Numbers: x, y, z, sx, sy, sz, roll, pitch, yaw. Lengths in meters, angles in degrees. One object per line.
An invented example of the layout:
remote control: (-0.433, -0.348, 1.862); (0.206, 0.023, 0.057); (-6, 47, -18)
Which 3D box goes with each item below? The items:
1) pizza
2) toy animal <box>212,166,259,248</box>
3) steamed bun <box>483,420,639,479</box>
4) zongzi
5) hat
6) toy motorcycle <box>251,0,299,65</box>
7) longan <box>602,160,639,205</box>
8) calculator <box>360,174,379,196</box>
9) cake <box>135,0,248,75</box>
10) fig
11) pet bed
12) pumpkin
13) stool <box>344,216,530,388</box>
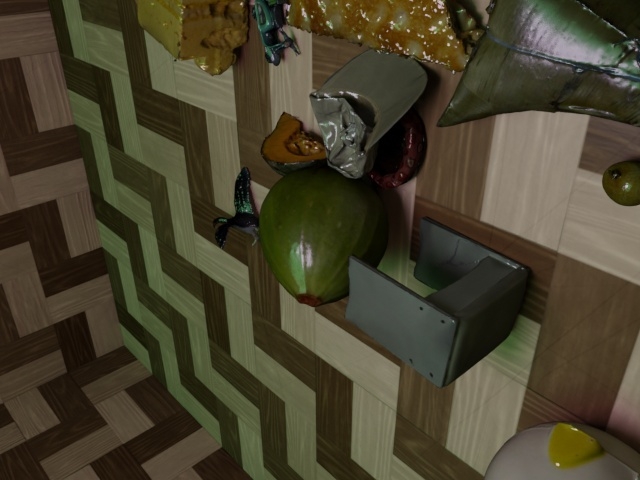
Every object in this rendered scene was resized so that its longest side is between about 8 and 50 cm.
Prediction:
pizza: (0.139, -0.456, 1.061); (0.406, 0.130, 0.440); (48, 144, 0)
toy animal: (-0.250, -0.045, 1.755); (0.160, 0.272, 0.197); (34, 142, -18)
steamed bun: (0.472, 0.509, 1.035); (0.374, 0.334, 0.333); (42, 138, 21)
zongzi: (0.351, -0.222, 0.882); (0.323, 0.160, 0.360); (50, 141, 21)
hat: (0.105, -0.250, 1.174); (0.214, 0.245, 0.149); (58, 178, 33)
toy motorcycle: (-0.108, -0.506, 1.385); (0.100, 0.058, 0.173); (7, 114, 43)
longan: (0.465, -0.089, 0.885); (0.075, 0.083, 0.075); (-40, 40, 44)
calculator: (0.079, -0.098, 1.417); (0.161, 0.021, 0.261); (18, 123, 44)
cake: (-0.319, -0.579, 1.465); (0.227, 0.222, 0.286); (47, 141, 25)
fig: (0.000, 0.000, 1.272); (0.316, 0.316, 0.316); (29, 131, 39)
pet bed: (0.138, -0.213, 1.242); (0.201, 0.054, 0.201); (16, 114, 41)
pumpkin: (-0.082, -0.204, 1.417); (0.278, 0.163, 0.111); (40, 143, 43)
stool: (0.227, 0.110, 1.160); (0.270, 0.244, 0.170); (32, 133, 37)
